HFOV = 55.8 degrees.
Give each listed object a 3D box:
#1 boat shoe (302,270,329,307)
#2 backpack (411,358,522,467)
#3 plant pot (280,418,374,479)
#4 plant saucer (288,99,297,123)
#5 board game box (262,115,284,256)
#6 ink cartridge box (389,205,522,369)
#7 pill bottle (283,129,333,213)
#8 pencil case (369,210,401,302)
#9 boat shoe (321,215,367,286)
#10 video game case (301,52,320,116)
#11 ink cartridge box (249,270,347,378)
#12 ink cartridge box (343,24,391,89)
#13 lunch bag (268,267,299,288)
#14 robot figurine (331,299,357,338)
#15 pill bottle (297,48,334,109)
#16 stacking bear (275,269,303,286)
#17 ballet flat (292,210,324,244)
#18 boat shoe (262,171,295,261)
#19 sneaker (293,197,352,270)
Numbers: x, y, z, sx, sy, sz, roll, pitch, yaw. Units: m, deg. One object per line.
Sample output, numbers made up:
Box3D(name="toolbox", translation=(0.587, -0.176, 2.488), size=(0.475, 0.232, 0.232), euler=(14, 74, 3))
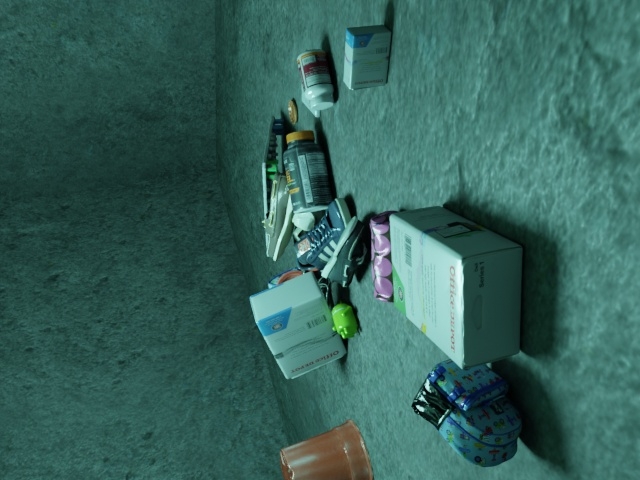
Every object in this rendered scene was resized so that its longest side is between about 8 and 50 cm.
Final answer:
Box3D(name="boat shoe", translation=(-0.017, 0.137, 2.087), size=(0.079, 0.095, 0.255), euler=(102, 164, -78))
Box3D(name="backpack", translation=(0.272, 0.298, 1.057), size=(0.173, 0.158, 0.117), euler=(46, 128, 40))
Box3D(name="plant pot", translation=(0.011, 0.784, 2.080), size=(0.272, 0.265, 0.273), euler=(170, 90, -74))
Box3D(name="plant saucer", translation=(-0.095, -0.450, 2.116), size=(0.083, 0.013, 0.084), euler=(169, 90, -75))
Box3D(name="board game box", translation=(-0.165, -0.204, 2.240), size=(0.390, 0.050, 0.390), euler=(-89, 0, -54))
Box3D(name="ink cartridge box", translation=(0.235, 0.072, 1.091), size=(0.278, 0.117, 0.201), euler=(-137, 39, -65))
Box3D(name="pill bottle", translation=(-0.043, -0.213, 1.870), size=(0.130, 0.130, 0.246), euler=(165, 95, -74))
Box3D(name="pencil case", translation=(0.163, 0.041, 1.394), size=(0.098, 0.095, 0.209), euler=(17, 122, 45))
Box3D(name="boat shoe", translation=(0.084, 0.036, 1.669), size=(0.114, 0.091, 0.302), euler=(-59, -4, -25))
Box3D(name="video game case", translation=(-0.030, -0.478, 1.856), size=(0.143, 0.019, 0.157), euler=(-121, 26, -52))
Box3D(name="ink cartridge box", translation=(-0.068, 0.280, 1.967), size=(0.129, 0.223, 0.307), euler=(-117, 5, -50))
Box3D(name="ink cartridge box", translation=(0.100, -0.398, 1.316), size=(0.052, 0.088, 0.122), euler=(-119, 24, -48))
Box3D(name="lunch bag", translation=(-0.131, 0.197, 2.454), size=(0.096, 0.151, 0.129), euler=(17, 125, 30))
Box3D(name="robot figurine", translation=(0.075, 0.245, 1.868), size=(0.101, 0.067, 0.115), euler=(113, 145, -49))
Box3D(name="pill bottle", translation=(-0.011, -0.445, 1.684), size=(0.086, 0.086, 0.152), euler=(152, 107, -74))
Box3D(name="stacking bear", translation=(-0.085, 0.209, 2.260), size=(0.164, 0.175, 0.289), euler=(48, 171, 8))
Box3D(name="ballet flat", translation=(-0.047, -0.059, 2.037), size=(0.095, 0.096, 0.280), euler=(34, 151, 16))
Box3D(name="boat shoe", translation=(-0.139, -0.078, 2.038), size=(0.116, 0.096, 0.324), euler=(-56, -15, -55))
Box3D(name="sneaker", translation=(0.000, 0.000, 1.823), size=(0.350, 0.148, 0.131), euler=(106, 150, -57))
